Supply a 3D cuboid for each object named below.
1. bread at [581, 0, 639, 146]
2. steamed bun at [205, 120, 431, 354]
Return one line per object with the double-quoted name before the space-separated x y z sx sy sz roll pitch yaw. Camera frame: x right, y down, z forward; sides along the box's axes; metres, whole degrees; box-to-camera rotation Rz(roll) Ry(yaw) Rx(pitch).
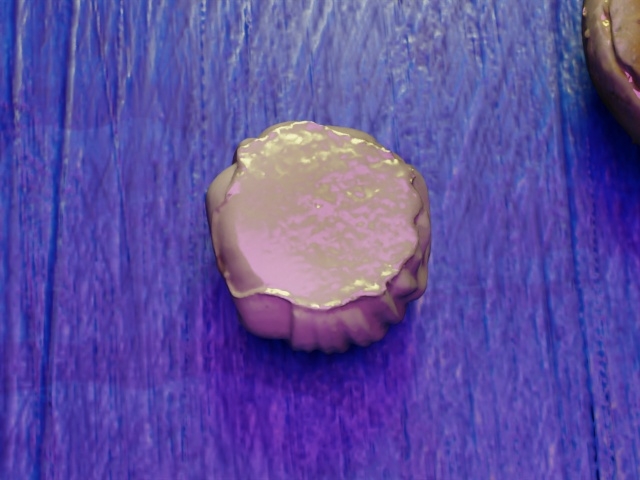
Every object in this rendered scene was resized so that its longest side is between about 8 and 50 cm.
"bread" 0.353 -0.179 1.129 0.305 0.159 0.305 -3 78 14
"steamed bun" 0.000 0.000 1.104 0.183 0.106 0.183 2 71 -5
